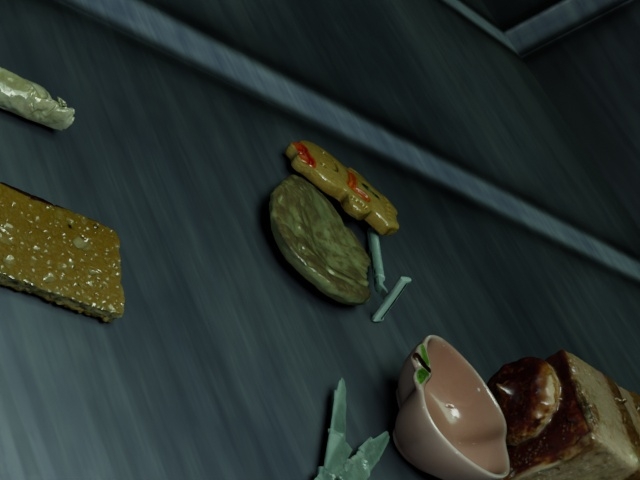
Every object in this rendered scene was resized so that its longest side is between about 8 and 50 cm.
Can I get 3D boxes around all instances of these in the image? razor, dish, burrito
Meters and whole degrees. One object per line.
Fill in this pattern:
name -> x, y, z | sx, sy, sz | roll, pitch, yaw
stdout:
razor -> 0.089, 0.035, 1.509 | 0.036, 0.084, 0.211 | 25, 25, -20
dish -> 0.159, 0.240, 1.314 | 0.213, 0.090, 0.213 | 38, 30, -27
burrito -> -0.354, -0.170, 1.114 | 0.149, 0.041, 0.055 | 25, 23, -34

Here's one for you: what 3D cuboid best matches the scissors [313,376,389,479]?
scissors -> 0.008, 0.290, 1.087 | 0.256, 0.029, 0.383 | 44, 30, -10

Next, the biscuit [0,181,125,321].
biscuit -> -0.302, 0.001, 0.992 | 0.231, 0.025, 0.131 | 27, 36, -38

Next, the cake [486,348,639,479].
cake -> 0.364, 0.298, 1.428 | 0.293, 0.196, 0.198 | 34, 33, -30

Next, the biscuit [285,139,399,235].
biscuit -> 0.039, -0.094, 1.583 | 0.225, 0.036, 0.166 | 37, 21, -12

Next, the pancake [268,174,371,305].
pancake -> -0.001, 0.001, 1.426 | 0.222, 0.042, 0.236 | 31, 31, -37
